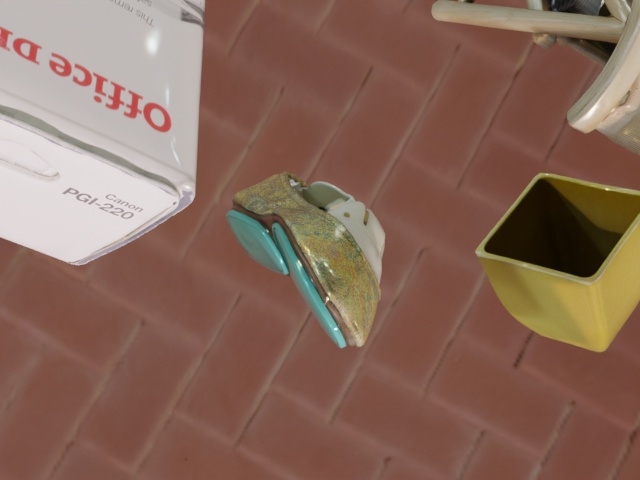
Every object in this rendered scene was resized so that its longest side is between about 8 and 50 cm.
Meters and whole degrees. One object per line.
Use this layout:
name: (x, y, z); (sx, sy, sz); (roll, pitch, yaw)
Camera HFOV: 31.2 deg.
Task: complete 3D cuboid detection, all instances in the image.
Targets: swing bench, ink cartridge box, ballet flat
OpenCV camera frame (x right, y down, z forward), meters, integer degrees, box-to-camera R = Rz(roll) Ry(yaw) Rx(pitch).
swing bench: (0.280, -0.169, 0.979); (0.253, 0.254, 0.165); (21, 110, -36)
ink cartridge box: (-0.134, -0.119, 0.497); (0.159, 0.092, 0.217); (25, 51, -38)
ballet flat: (0.000, 0.000, 1.135); (0.123, 0.348, 0.123); (-5, 106, -18)

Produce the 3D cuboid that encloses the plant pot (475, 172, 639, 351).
plant pot: (0.157, 0.020, 0.703); (0.082, 0.083, 0.081); (16, 51, 39)
